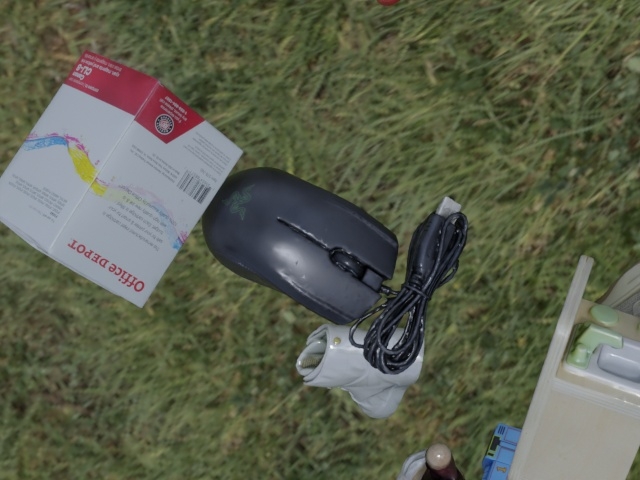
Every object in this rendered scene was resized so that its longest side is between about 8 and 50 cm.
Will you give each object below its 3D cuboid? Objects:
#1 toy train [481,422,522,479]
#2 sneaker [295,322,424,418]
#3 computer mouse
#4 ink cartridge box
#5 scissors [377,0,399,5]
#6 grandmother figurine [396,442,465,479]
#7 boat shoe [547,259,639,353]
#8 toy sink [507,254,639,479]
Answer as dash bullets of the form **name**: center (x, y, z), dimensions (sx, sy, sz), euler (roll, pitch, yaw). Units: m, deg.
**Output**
- **toy train**: center (0.281, 0.363, 1.760), dimensions (0.105, 0.184, 0.080), euler (14, 148, 19)
- **sneaker**: center (0.045, 0.189, 1.785), dimensions (0.169, 0.108, 0.292), euler (6, 155, -5)
- **computer mouse**: center (0.000, 0.000, 1.212), dimensions (0.272, 0.072, 0.188), euler (23, 78, 12)
- **ink cartridge box**: center (-0.188, -0.055, 1.082), dimensions (0.127, 0.128, 0.176), euler (27, 81, 42)
- **scissors**: center (0.139, -0.289, 0.989), dimensions (0.021, 0.109, 0.297), euler (35, 143, -21)
- **grandmother figurine**: center (0.156, 0.328, 1.386), dimensions (0.104, 0.342, 0.208), euler (1, 99, -5)
- **boat shoe**: center (0.382, 0.121, 1.492), dimensions (0.098, 0.109, 0.302), euler (69, 151, 24)
- **toy sink**: center (0.309, 0.160, 1.320), dimensions (0.131, 0.153, 0.234), euler (18, 126, 12)
